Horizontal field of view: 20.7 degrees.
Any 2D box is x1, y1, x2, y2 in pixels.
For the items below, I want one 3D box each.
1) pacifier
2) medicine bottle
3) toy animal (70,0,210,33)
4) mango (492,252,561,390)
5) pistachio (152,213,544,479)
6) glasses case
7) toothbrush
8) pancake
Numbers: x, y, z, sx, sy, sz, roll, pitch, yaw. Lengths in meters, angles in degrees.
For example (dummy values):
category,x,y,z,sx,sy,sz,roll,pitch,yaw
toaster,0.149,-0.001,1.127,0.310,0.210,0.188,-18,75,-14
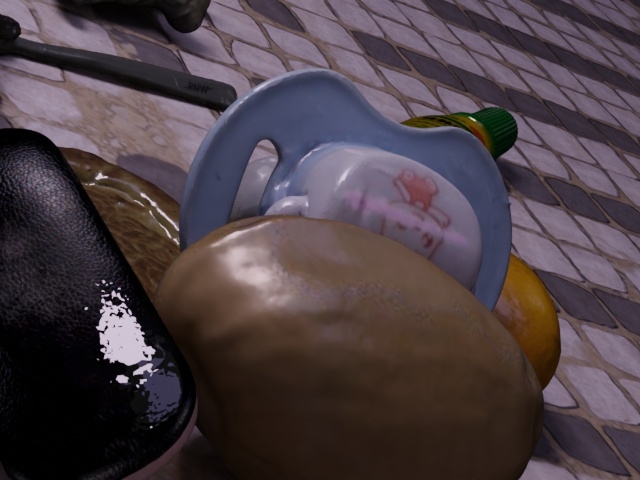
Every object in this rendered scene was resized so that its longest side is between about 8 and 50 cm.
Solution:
category,x,y,z,sx,sy,sz,roll,pitch,yaw
pacifier,0.000,0.000,1.304,0.287,0.238,0.226,17,3,-30
medicine bottle,0.137,-0.092,1.808,0.111,0.076,0.309,38,22,11
toy animal,-0.224,-0.282,1.695,0.343,0.106,0.168,23,16,-37
mango,0.097,0.045,1.426,0.227,0.109,0.147,40,46,17
pistachio,0.017,0.088,1.131,0.293,0.181,0.162,25,-6,-27
glasses case,-0.173,0.036,1.067,0.122,0.075,0.314,-26,47,-12
toothbrush,-0.187,-0.158,1.580,0.297,0.030,0.030,12,55,-44
pancake,-0.167,-0.003,1.273,0.250,0.031,0.250,29,20,-12
